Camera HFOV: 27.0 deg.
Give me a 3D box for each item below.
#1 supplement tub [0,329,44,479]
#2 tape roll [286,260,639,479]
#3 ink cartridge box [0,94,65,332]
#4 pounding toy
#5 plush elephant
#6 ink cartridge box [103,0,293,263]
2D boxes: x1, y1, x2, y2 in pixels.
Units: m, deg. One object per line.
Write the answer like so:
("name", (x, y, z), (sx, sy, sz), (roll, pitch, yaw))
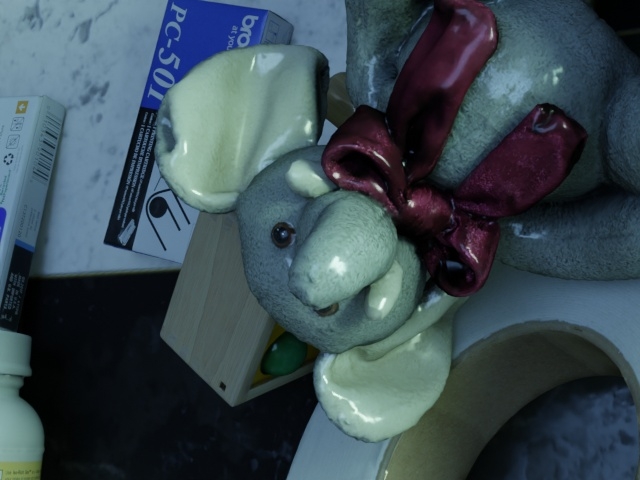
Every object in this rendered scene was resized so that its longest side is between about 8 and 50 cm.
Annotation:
("supplement tub", (-0.340, 0.228, 1.016), (0.241, 0.241, 0.331), (0, 81, 27))
("tape roll", (0.121, 0.154, 0.783), (0.392, 0.072, 0.392), (-35, 38, 32))
("ink cartridge box", (-0.333, -0.025, 1.157), (0.208, 0.045, 0.206), (2, 75, 27))
("pounding toy", (0.008, -0.007, 0.926), (0.094, 0.181, 0.206), (41, 127, 27))
("plush elephant", (0.051, -0.036, 0.747), (0.255, 0.330, 0.272), (-44, 92, -6))
("ink cartridge box", (-0.097, -0.084, 1.057), (0.097, 0.046, 0.207), (13, 87, 28))
